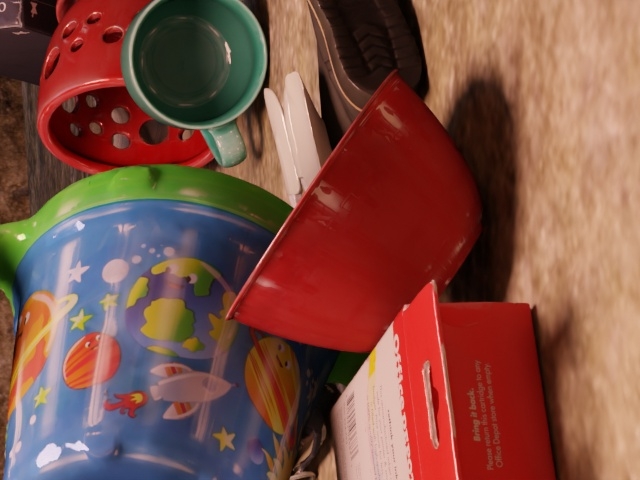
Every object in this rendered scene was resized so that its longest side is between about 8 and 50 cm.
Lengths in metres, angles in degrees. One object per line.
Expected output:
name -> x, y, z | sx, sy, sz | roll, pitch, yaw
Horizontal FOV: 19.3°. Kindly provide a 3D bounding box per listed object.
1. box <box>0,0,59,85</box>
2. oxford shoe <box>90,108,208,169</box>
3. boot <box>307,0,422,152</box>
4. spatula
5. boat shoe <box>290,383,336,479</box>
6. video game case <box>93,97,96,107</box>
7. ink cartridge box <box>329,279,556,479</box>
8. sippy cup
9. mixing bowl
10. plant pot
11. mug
box -> -0.315, -0.350, 2.086 | 0.343, 0.179, 0.312 | 12, -105, -65
oxford shoe -> -0.174, 0.014, 1.969 | 0.169, 0.130, 0.449 | 106, 158, -44
boot -> 0.014, -0.142, 1.327 | 0.137, 0.077, 0.198 | 103, 163, -58
spatula -> 0.000, 0.000, 1.370 | 0.168, 0.019, 0.242 | 176, 81, -76
boat shoe -> -0.046, 0.170, 1.529 | 0.254, 0.095, 0.079 | 126, 154, -53
video game case -> -0.282, -0.267, 2.576 | 0.210, 0.042, 0.232 | 144, 125, -71
ink cartridge box -> 0.072, 0.121, 1.068 | 0.231, 0.078, 0.134 | 120, 147, -64
sippy cup -> -0.105, 0.108, 1.225 | 0.224, 0.305, 0.240 | -84, -22, -46
mixing bowl -> 0.034, -0.001, 1.118 | 0.181, 0.098, 0.181 | -56, -2, -2
plant pot -> -0.185, -0.178, 1.897 | 0.191, 0.191, 0.174 | 115, 159, -60
mug -> -0.123, -0.154, 1.739 | 0.097, 0.129, 0.157 | -166, 87, -76
